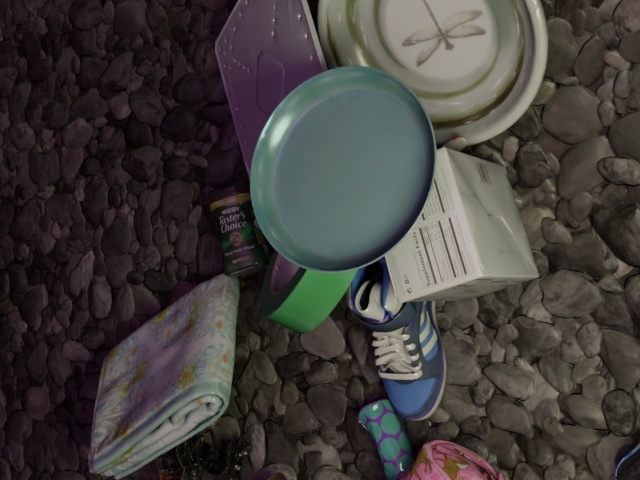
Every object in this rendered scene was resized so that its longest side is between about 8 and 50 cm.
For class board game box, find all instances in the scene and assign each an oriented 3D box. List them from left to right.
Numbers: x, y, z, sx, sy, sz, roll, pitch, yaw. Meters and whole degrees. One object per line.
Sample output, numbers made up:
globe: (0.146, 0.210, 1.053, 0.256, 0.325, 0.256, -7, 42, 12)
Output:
board game box: (-0.072, -0.282, 1.585, 0.390, 0.050, 0.390, -39, 64, 60)

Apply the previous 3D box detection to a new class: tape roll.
tape roll: (0.000, 0.000, 1.510, 0.077, 0.321, 0.321, 25, 106, -14)

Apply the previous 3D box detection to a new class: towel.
towel: (-0.309, 0.264, 1.714, 0.374, 0.090, 0.320, -34, 36, 26)

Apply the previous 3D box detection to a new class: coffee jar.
coffee jar: (-0.160, -0.024, 1.726, 0.096, 0.079, 0.184, -19, 79, 19)

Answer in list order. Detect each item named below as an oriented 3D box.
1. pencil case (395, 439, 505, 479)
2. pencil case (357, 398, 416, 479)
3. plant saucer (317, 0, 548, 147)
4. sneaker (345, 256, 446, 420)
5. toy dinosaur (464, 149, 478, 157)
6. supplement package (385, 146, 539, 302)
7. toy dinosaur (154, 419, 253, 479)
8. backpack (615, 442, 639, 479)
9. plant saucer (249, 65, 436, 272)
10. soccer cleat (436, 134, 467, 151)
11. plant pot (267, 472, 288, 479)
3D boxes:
pencil case: (0.153, 0.519, 1.476, 0.386, 0.167, 0.160, -59, 41, 17)
pencil case: (0.122, 0.362, 1.553, 0.070, 0.064, 0.152, -28, 74, 14)
plant saucer: (0.190, -0.351, 1.453, 0.400, 0.100, 0.400, 17, 132, 20)
sneaker: (0.111, 0.153, 1.464, 0.130, 0.236, 0.323, -1, 88, 32)
toy dinosaur: (0.241, -0.117, 1.511, 0.090, 0.047, 0.082, 37, 128, 14)
supplement package: (0.214, -0.017, 1.391, 0.145, 0.262, 0.204, -21, 77, 29)
toy dinosaur: (-0.264, 0.426, 1.765, 0.218, 0.164, 0.322, 2, 106, 50)
backpack: (0.509, 0.348, 1.304, 0.114, 0.084, 0.105, -44, 68, 19)
plant saucer: (0.035, -0.106, 1.322, 0.317, 0.043, 0.318, -6, 77, 29)
soccer cleat: (0.219, -0.153, 1.497, 0.083, 0.029, 0.036, -23, 32, 49)
plant pot: (-0.048, 0.544, 1.604, 0.165, 0.167, 0.167, 26, 102, 22)
